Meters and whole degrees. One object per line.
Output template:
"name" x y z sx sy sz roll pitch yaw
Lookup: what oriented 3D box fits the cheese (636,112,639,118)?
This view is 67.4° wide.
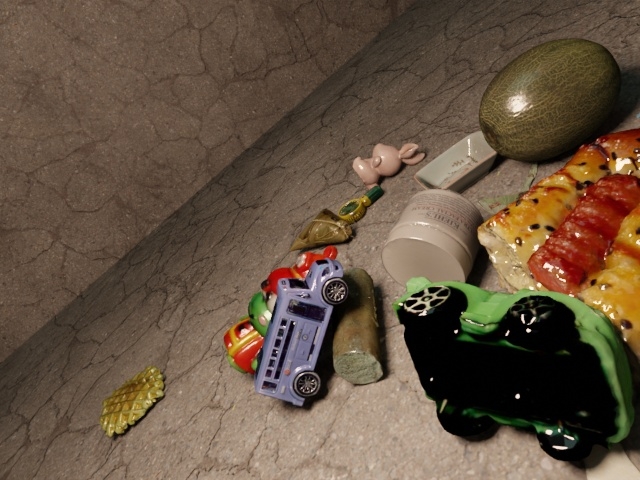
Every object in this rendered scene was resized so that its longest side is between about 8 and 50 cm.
"cheese" 0.696 -0.216 0.878 0.135 0.052 0.245 -26 29 20

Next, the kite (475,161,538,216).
"kite" 0.453 -0.110 1.066 0.229 0.012 0.250 -8 39 44

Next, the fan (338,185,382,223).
"fan" 0.125 -0.108 1.438 0.155 0.039 0.082 -39 26 -3

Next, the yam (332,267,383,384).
"yam" 0.073 0.172 1.005 0.106 0.106 0.259 -28 29 21

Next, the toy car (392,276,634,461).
"toy car" 0.251 0.156 0.700 0.176 0.214 0.358 -34 18 -38

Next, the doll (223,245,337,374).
"doll" -0.078 0.157 1.131 0.363 0.160 0.183 -52 27 9

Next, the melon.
"melon" 0.503 -0.310 1.057 0.301 0.238 0.237 -31 27 0

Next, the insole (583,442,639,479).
"insole" 0.356 0.280 0.593 0.065 0.004 0.197 -29 29 20

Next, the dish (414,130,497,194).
"dish" 0.370 -0.189 1.229 0.234 0.064 0.154 -36 27 8

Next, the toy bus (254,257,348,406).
"toy bus" -0.043 0.172 0.981 0.125 0.133 0.293 -134 60 -78

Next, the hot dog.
"hot dog" 0.474 -0.025 0.720 0.365 0.196 0.367 -35 29 0

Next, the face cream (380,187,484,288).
"face cream" 0.231 0.004 0.980 0.177 0.177 0.153 -8 40 45

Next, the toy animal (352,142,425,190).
"toy animal" 0.207 -0.249 1.478 0.212 0.124 0.124 -27 28 9

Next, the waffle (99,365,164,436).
"waffle" -0.545 0.458 1.389 0.214 0.054 0.207 -39 23 -12

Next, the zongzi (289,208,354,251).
"zongzi" 0.000 0.000 1.378 0.178 0.081 0.189 -40 25 -4
